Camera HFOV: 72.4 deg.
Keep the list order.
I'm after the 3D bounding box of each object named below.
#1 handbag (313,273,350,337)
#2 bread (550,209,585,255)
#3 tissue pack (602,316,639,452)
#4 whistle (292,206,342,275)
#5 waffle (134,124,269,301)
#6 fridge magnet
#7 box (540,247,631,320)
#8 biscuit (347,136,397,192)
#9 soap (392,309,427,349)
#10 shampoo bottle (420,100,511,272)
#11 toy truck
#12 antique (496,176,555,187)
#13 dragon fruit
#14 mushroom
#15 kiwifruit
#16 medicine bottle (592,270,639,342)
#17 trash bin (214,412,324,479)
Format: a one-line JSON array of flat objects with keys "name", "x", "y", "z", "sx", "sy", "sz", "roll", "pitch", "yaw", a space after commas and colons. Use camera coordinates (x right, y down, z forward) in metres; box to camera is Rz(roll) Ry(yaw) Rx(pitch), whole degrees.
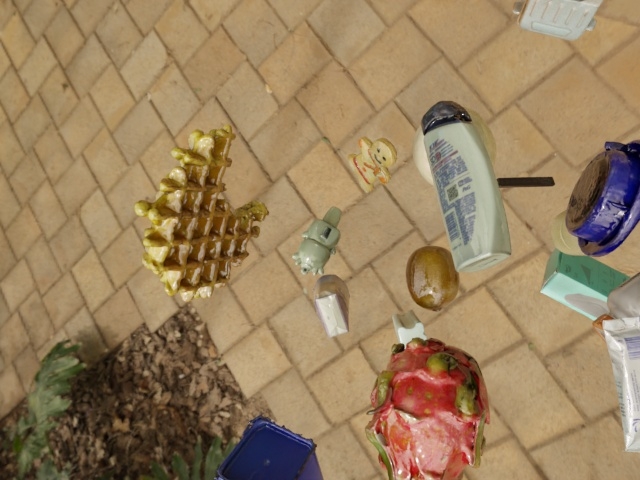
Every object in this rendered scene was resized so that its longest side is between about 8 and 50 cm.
[{"name": "handbag", "x": 0.028, "y": 0.160, "z": 1.130, "sx": 0.095, "sy": 0.173, "sz": 0.117, "roll": -15, "pitch": 105, "yaw": 7}, {"name": "bread", "x": 0.755, "y": -0.030, "z": 1.237, "sx": 0.148, "sy": 0.141, "sz": 0.134, "roll": -39, "pitch": 93, "yaw": -3}, {"name": "tissue pack", "x": 0.463, "y": 0.194, "z": 0.593, "sx": 0.122, "sy": 0.026, "sz": 0.193, "roll": -9, "pitch": 90, "yaw": 5}, {"name": "whistle", "x": 0.000, "y": 0.000, "z": 1.245, "sx": 0.110, "sy": 0.245, "sz": 0.092, "roll": 29, "pitch": 146, "yaw": -3}, {"name": "waffle", "x": -0.197, "y": -0.030, "z": 0.740, "sx": 0.069, "sy": 0.293, "sz": 0.260, "roll": 19, "pitch": 62, "yaw": 22}, {"name": "fridge magnet", "x": 0.630, "y": -0.093, "z": 0.956, "sx": 0.112, "sy": 0.265, "sz": 0.266, "roll": 20, "pitch": 98, "yaw": 11}, {"name": "box", "x": 0.965, "y": 0.167, "z": 1.559, "sx": 0.311, "sy": 0.205, "sz": 0.118, "roll": 30, "pitch": 132, "yaw": 12}, {"name": "biscuit", "x": 0.152, "y": -0.231, "z": 1.294, "sx": 0.030, "sy": 0.234, "sz": 0.153, "roll": -34, "pitch": 94, "yaw": -22}, {"name": "soap", "x": 0.314, "y": 0.342, "z": 1.507, "sx": 0.087, "sy": 0.265, "sz": 0.160, "roll": -15, "pitch": 89, "yaw": 6}, {"name": "shampoo bottle", "x": 0.291, "y": -0.124, "z": 0.888, "sx": 0.134, "sy": 0.078, "sz": 0.360, "roll": -42, "pitch": 50, "yaw": 55}, {"name": "toy truck", "x": 0.293, "y": -0.332, "z": 0.466, "sx": 0.107, "sy": 0.257, "sz": 0.140, "roll": 21, "pitch": 73, "yaw": 12}, {"name": "antique", "x": 0.633, "y": -0.180, "z": 1.349, "sx": 0.191, "sy": 0.015, "sz": 0.031, "roll": -3, "pitch": 71, "yaw": -11}, {"name": "dragon fruit", "x": 0.211, "y": 0.343, "z": 0.855, "sx": 0.230, "sy": 0.237, "sz": 0.303, "roll": -1, "pitch": 67, "yaw": 16}, {"name": "mushroom", "x": 0.396, "y": -0.267, "z": 1.274, "sx": 0.246, "sy": 0.202, "sz": 0.246, "roll": 25, "pitch": 129, "yaw": 36}, {"name": "kiwifruit", "x": 0.400, "y": 0.137, "z": 1.563, "sx": 0.195, "sy": 0.196, "sz": 0.234, "roll": -9, "pitch": 72, "yaw": 25}, {"name": "medicine bottle", "x": 0.742, "y": 0.131, "z": 0.939, "sx": 0.288, "sy": 0.157, "sz": 0.157, "roll": -38, "pitch": 74, "yaw": 7}, {"name": "trash bin", "x": -0.063, "y": 0.407, "z": 0.698, "sx": 0.162, "sy": 0.184, "sz": 0.235, "roll": 11, "pitch": 124, "yaw": 28}]
